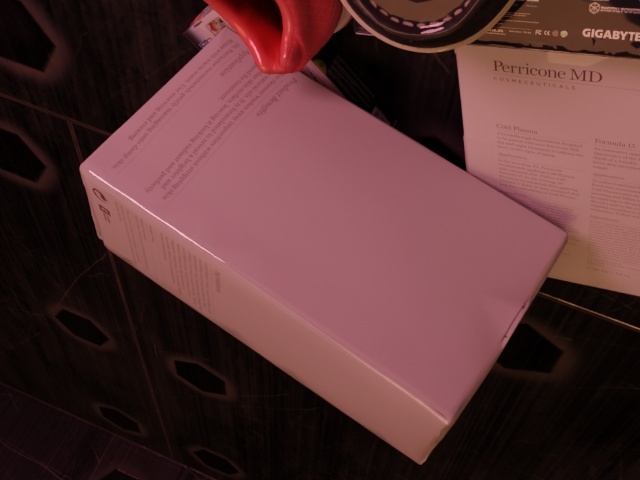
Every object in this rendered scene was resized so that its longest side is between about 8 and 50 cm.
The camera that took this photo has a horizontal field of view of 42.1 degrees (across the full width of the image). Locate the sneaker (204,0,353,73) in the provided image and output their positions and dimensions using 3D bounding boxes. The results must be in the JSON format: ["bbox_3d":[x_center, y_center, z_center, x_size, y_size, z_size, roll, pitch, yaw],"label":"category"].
[{"bbox_3d":[-0.069,-0.265,0.644,0.116,0.136,0.314,-3,137,38],"label":"sneaker"}]

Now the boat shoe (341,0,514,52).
[{"bbox_3d":[0.062,-0.278,0.375,0.187,0.156,0.500,17,144,7],"label":"boat shoe"}]

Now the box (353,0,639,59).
[{"bbox_3d":[0.132,-0.222,0.566,0.220,0.051,0.175,11,115,24],"label":"box"}]

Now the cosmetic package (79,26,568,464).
[{"bbox_3d":[0.000,0.000,0.771,0.385,0.217,0.156,35,155,11],"label":"cosmetic package"}]

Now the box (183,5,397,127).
[{"bbox_3d":[-0.030,-0.167,0.848,0.207,0.036,0.114,44,144,-25],"label":"box"}]

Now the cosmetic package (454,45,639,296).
[{"bbox_3d":[0.312,-0.063,0.687,0.377,0.097,0.284,12,147,23],"label":"cosmetic package"}]
